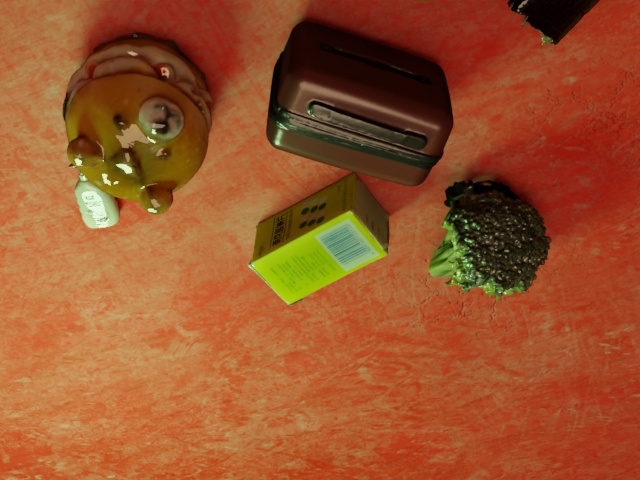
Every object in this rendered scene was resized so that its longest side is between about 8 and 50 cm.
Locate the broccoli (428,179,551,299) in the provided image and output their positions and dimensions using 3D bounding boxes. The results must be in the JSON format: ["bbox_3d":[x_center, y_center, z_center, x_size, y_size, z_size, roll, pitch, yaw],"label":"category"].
[{"bbox_3d":[0.305,0.002,1.713,0.247,0.263,0.243,59,143,0],"label":"broccoli"}]

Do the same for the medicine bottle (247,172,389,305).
[{"bbox_3d":[0.000,0.000,1.725,0.250,0.137,0.141,-27,124,22],"label":"medicine bottle"}]

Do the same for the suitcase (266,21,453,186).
[{"bbox_3d":[0.064,-0.228,1.476,0.297,0.236,0.161,16,127,-12],"label":"suitcase"}]

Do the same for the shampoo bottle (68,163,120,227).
[{"bbox_3d":[-0.444,-0.096,1.722,0.077,0.045,0.152,-5,128,6],"label":"shampoo bottle"}]

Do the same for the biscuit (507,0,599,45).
[{"bbox_3d":[0.413,-0.431,1.406,0.106,0.070,0.252,30,124,-20],"label":"biscuit"}]

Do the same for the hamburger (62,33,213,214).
[{"bbox_3d":[-0.317,-0.190,1.523,0.276,0.237,0.276,0,131,0],"label":"hamburger"}]
